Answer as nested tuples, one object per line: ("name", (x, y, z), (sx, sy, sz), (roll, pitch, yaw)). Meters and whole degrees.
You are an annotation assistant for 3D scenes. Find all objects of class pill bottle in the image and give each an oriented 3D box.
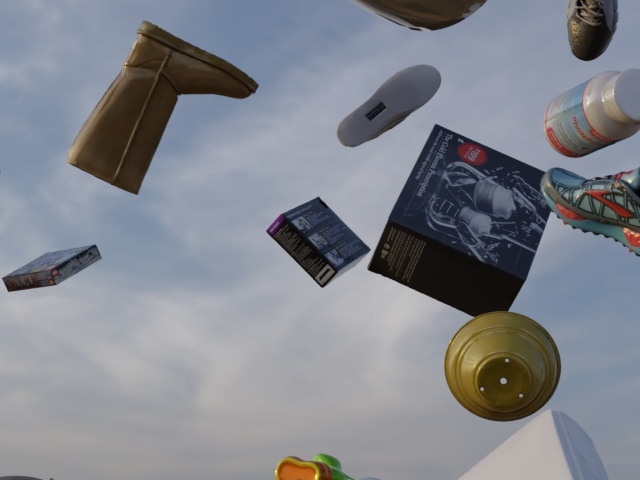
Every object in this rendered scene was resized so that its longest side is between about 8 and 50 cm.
("pill bottle", (0.350, -0.160, 1.467), (0.087, 0.087, 0.160), (11, -12, -16))

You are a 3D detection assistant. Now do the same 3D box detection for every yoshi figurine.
("yoshi figurine", (0.020, 0.513, 2.276), (0.203, 0.203, 0.362), (42, 8, 32))

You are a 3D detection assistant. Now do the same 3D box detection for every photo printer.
("photo printer", (0.207, 0.370, 1.381), (0.107, 0.256, 0.307), (42, -72, -17))

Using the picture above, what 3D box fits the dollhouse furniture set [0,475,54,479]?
("dollhouse furniture set", (-0.449, 0.444, 1.671), (0.355, 0.303, 0.174), (2, -48, -27))

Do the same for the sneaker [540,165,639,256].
("sneaker", (0.451, -0.067, 1.740), (0.262, 0.125, 0.104), (27, 39, 28))

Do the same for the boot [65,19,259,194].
("boot", (-0.263, -0.201, 1.981), (0.236, 0.270, 0.089), (26, 0, -5))

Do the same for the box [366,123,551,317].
("box", (0.317, -0.037, 2.554), (0.312, 0.343, 0.179), (25, -42, 4))

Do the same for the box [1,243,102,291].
("box", (-0.409, 0.042, 1.792), (0.137, 0.027, 0.094), (-9, 20, 44))

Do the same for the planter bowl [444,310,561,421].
("planter bowl", (0.335, 0.246, 2.164), (0.217, 0.217, 0.090), (5, 13, 6))

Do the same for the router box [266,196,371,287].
("router box", (0.000, 0.000, 1.958), (0.046, 0.133, 0.179), (-47, -7, 22))

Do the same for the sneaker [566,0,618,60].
("sneaker", (0.400, -0.382, 1.780), (0.086, 0.229, 0.132), (21, 22, 31))

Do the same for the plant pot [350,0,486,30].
("plant pot", (0.073, -0.409, 1.505), (0.256, 0.257, 0.274), (-4, 1, 35))

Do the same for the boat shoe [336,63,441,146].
("boat shoe", (0.146, -0.291, 2.543), (0.258, 0.095, 0.084), (-31, -2, 6))
